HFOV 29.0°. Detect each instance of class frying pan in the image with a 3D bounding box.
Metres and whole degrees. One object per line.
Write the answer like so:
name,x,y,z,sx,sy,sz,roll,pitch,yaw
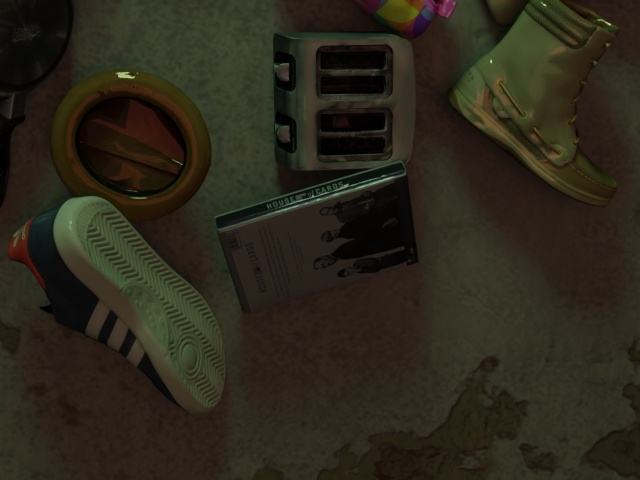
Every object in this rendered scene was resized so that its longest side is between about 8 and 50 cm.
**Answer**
frying pan,-0.373,-0.186,1.418,0.053,0.197,0.326,23,97,28

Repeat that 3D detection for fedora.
fedora,-0.229,-0.117,1.507,0.194,0.079,0.194,-1,100,-5

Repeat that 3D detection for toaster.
toaster,0.033,-0.172,1.531,0.186,0.110,0.168,-2,103,-11

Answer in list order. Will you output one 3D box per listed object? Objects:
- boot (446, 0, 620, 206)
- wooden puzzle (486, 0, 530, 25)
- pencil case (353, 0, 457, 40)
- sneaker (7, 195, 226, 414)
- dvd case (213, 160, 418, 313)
boot,0.320,-0.181,1.573,0.262,0.095,0.203,36,110,-10
wooden puzzle,0.305,-0.469,1.494,0.322,0.080,0.347,-22,107,11
pencil case,0.053,-0.341,1.505,0.236,0.104,0.104,32,94,-15
sneaker,-0.251,0.089,1.539,0.148,0.131,0.350,-13,126,30
dvd case,0.000,0.000,1.547,0.239,0.029,0.179,-16,141,-3
